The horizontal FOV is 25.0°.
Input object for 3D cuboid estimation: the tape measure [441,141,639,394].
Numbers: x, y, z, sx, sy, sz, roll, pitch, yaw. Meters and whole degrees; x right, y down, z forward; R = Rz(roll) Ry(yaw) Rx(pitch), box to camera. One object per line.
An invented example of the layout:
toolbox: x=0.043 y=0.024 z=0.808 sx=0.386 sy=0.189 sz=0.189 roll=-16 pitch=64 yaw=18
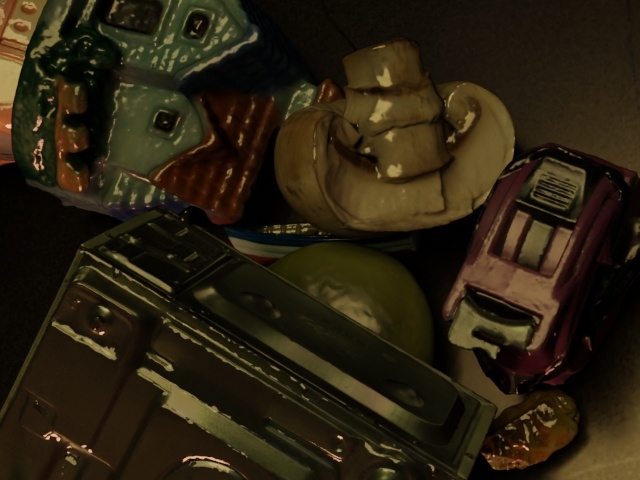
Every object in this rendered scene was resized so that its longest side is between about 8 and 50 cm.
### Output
tape measure: x=0.227 y=0.033 z=1.403 sx=0.149 sy=0.231 sz=0.245 roll=22 pitch=83 yaw=25

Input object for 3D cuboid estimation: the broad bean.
broad bean: x=-0.010 y=0.133 z=1.529 sx=0.291 sy=0.119 sz=0.238 roll=-41 pitch=65 yaw=6

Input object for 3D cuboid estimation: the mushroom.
mushroom: x=0.058 y=-0.107 z=1.530 sx=0.189 sy=0.253 sz=0.195 roll=-3 pitch=101 yaw=60

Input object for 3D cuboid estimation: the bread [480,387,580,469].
bread: x=0.211 y=0.193 z=1.454 sx=0.110 sy=0.060 sz=0.066 roll=-32 pitch=33 yaw=8

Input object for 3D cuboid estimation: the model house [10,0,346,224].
model house: x=-0.137 y=-0.148 z=1.624 sx=0.329 sy=0.252 sz=0.295 roll=19 pitch=80 yaw=21

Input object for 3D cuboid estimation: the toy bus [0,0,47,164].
toy bus: x=-0.371 y=-0.219 z=1.779 sx=0.232 sy=0.194 sz=0.288 roll=14 pitch=77 yaw=13

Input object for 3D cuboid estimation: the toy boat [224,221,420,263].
toy boat: x=0.000 y=0.000 z=1.607 sx=0.228 sy=0.080 sz=0.046 roll=-3 pitch=106 yaw=20

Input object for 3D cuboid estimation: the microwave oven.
microwave oven: x=-0.088 y=0.208 z=1.354 sx=0.394 sy=0.247 sz=0.333 roll=30 pitch=109 yaw=7
